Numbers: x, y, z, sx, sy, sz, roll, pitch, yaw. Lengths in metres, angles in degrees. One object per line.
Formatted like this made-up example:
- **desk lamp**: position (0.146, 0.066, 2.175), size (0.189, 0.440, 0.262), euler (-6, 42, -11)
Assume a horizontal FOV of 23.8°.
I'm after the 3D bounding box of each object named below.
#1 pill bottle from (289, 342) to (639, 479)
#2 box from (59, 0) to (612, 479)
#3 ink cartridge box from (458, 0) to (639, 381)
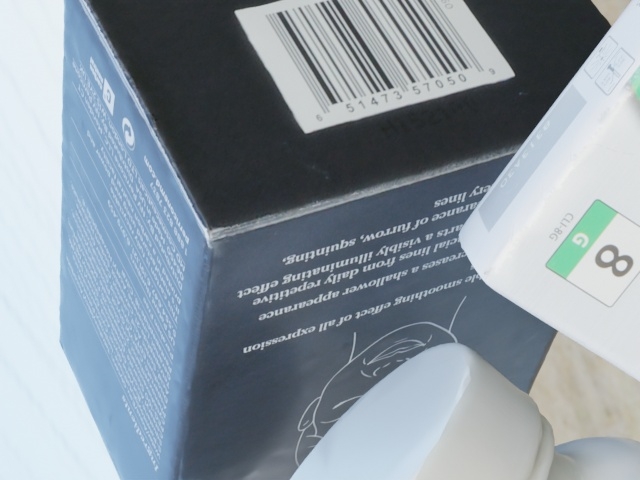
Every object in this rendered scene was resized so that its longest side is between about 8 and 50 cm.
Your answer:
- **pill bottle**: position (0.127, 0.193, 0.621), size (0.318, 0.176, 0.176), euler (43, -172, -10)
- **box**: position (0.000, 0.000, 1.009), size (0.212, 0.294, 0.395), euler (60, 154, 30)
- **ink cartridge box**: position (0.190, -0.009, 0.532), size (0.225, 0.181, 0.056), euler (32, -165, -13)
